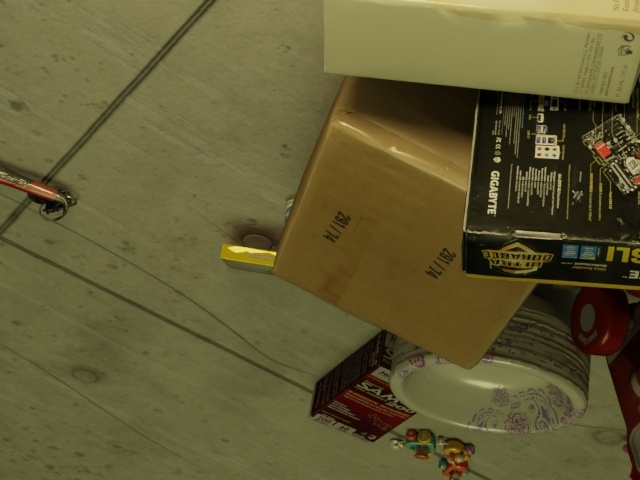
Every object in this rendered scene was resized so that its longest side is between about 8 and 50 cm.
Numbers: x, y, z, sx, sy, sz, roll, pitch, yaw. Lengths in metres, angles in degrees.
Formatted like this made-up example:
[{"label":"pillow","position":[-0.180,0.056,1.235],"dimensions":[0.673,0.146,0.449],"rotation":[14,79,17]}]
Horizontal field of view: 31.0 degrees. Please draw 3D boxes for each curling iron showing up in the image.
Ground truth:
[{"label":"curling iron","position":[-0.480,-0.092,1.636],"dimensions":[0.274,0.035,0.068],"rotation":[22,142,-15]}]

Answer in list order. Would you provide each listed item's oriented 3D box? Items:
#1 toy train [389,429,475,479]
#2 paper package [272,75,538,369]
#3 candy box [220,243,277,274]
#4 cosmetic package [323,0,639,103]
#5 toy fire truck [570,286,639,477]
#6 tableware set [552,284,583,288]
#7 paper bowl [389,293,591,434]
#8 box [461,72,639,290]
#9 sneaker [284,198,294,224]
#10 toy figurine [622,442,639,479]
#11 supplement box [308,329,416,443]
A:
[{"label":"toy train","position":[0.211,0.401,2.107],"dimensions":[0.166,0.046,0.125],"rotation":[22,142,-15]},{"label":"paper package","position":[0.129,-0.039,1.391],"dimensions":[0.309,0.168,0.325],"rotation":[26,144,3]},{"label":"candy box","position":[-0.038,0.038,1.668],"dimensions":[0.206,0.027,0.105],"rotation":[9,169,3]},{"label":"cosmetic package","position":[0.165,-0.243,1.158],"dimensions":[0.310,0.160,0.113],"rotation":[6,143,5]},{"label":"toy fire truck","position":[0.463,0.130,1.460],"dimensions":[0.169,0.254,0.302],"rotation":[9,137,-19]},{"label":"tableware set","position":[0.290,0.025,1.588],"dimensions":[0.194,0.039,0.128],"rotation":[-2,154,27]},{"label":"paper bowl","position":[0.248,0.166,1.677],"dimensions":[0.284,0.148,0.284],"rotation":[9,153,4]},{"label":"box","position":[0.285,-0.099,1.179],"dimensions":[0.257,0.322,0.079],"rotation":[5,142,8]},{"label":"sneaker","position":[0.000,0.000,1.612],"dimensions":[0.053,0.059,0.144],"rotation":[-25,133,37]},{"label":"toy figurine","position":[0.562,0.362,1.924],"dimensions":[0.173,0.130,0.159],"rotation":[39,150,0]},{"label":"supplement box","position":[0.094,0.247,1.909],"dimensions":[0.130,0.073,0.239],"rotation":[25,141,-17]}]
